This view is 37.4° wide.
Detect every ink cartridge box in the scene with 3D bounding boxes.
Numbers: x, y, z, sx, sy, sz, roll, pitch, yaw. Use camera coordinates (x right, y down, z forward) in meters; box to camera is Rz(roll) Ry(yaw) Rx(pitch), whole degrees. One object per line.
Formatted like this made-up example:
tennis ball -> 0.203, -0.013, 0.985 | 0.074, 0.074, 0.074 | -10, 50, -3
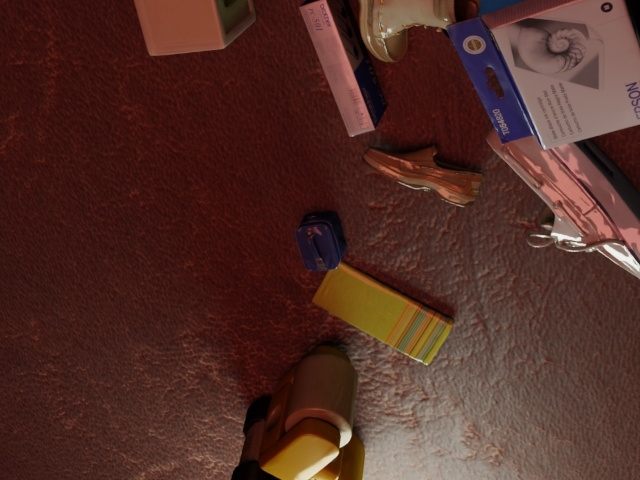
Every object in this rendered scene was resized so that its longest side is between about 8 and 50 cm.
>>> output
ink cartridge box -> 0.304, -0.218, 1.227 | 0.224, 0.045, 0.223 | -14, 133, 26
ink cartridge box -> 0.037, -0.268, 1.400 | 0.046, 0.097, 0.207 | -13, 115, 23

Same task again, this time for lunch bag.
lunch bag -> 0.000, 0.000, 1.583 | 0.067, 0.065, 0.098 | -8, 117, 20

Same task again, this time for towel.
towel -> 0.109, 0.123, 1.650 | 0.237, 0.021, 0.102 | 29, 117, 0

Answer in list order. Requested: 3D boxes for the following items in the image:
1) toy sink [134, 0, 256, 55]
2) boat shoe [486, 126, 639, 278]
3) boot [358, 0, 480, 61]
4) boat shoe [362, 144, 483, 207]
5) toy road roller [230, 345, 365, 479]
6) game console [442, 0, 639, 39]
toy sink -> -0.188, -0.404, 1.358 | 0.131, 0.153, 0.234 | -2, 117, 18
boat shoe -> 0.378, -0.042, 1.407 | 0.367, 0.136, 0.156 | 46, 121, -8
boot -> 0.137, -0.309, 1.299 | 0.165, 0.077, 0.213 | 23, 154, 26
boat shoe -> 0.162, -0.118, 1.476 | 0.190, 0.068, 0.072 | 20, 111, -6
toy road roller -> 0.001, 0.376, 1.726 | 0.241, 0.202, 0.329 | 29, 129, -15
game console -> 0.258, -0.349, 1.211 | 0.293, 0.250, 0.173 | 13, 96, 29
